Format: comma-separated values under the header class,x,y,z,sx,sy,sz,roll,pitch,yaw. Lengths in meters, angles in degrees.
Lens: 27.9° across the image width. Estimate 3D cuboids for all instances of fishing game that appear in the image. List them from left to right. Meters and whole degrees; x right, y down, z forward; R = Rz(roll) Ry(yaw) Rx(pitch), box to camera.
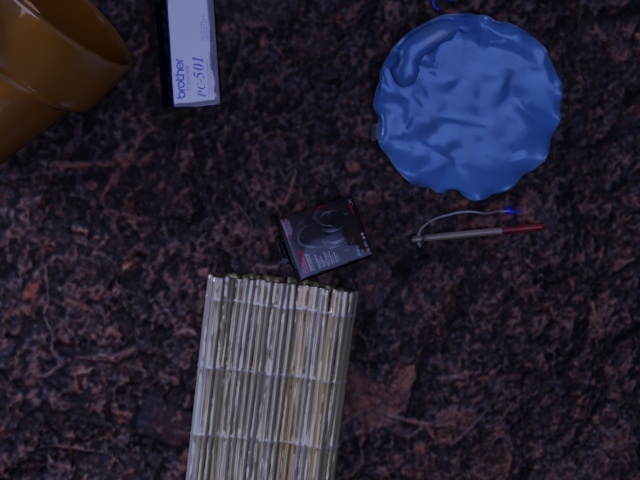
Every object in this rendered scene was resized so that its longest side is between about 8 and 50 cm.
class,x,y,z,sx,sy,sz,roll,pitch,yaw
fishing game,0.140,-0.129,1.252,0.189,0.041,0.264,-7,103,-4

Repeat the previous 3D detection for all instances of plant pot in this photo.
class,x,y,z,sx,sy,sz,roll,pitch,yaw
plant pot,-0.295,-0.147,1.081,0.205,0.205,0.188,41,101,-13

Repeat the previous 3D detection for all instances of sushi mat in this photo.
class,x,y,z,sx,sy,sz,roll,pitch,yaw
sushi mat,-0.052,0.191,1.252,0.151,0.019,0.317,6,95,-12

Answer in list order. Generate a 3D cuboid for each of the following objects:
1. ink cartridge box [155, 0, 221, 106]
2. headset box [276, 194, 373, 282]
class,x,y,z,sx,sy,sz,roll,pitch,yaw
ink cartridge box,-0.123,-0.223,1.151,0.046,0.097,0.207,-5,97,-12
headset box,0.000,0.000,1.229,0.083,0.032,0.062,-18,84,-11
